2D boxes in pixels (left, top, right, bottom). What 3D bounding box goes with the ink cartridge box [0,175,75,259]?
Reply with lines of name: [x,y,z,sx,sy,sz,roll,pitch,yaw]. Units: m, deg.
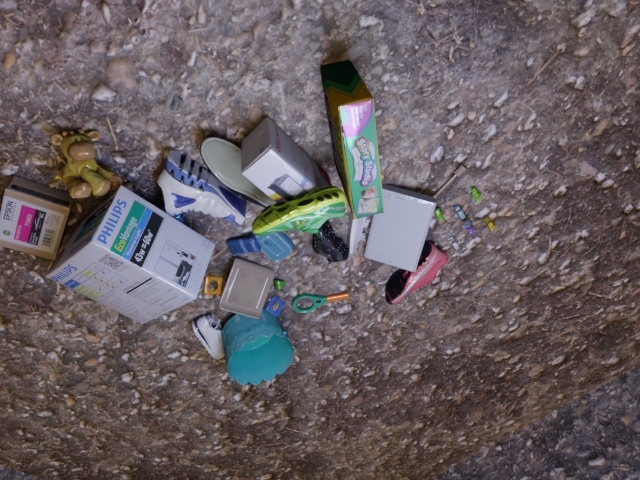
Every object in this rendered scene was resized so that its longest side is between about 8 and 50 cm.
ink cartridge box: [-0.926,-0.068,1.707,0.193,0.088,0.234,18,123,-22]

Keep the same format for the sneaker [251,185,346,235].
sneaker: [-0.061,-0.061,1.554,0.296,0.109,0.123,-17,124,5]

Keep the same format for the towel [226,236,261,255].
towel: [-0.276,0.020,1.888,0.120,0.029,0.067,-6,129,25]

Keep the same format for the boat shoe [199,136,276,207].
boat shoe: [-0.263,-0.209,1.697,0.340,0.113,0.127,29,74,-36]

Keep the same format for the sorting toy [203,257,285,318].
sorting toy: [-0.279,0.177,1.961,0.348,0.047,0.195,22,82,-35]

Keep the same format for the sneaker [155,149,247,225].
sneaker: [-0.407,-0.139,1.726,0.315,0.127,0.182,36,118,-22]

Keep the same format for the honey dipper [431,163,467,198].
honey dipper: [0.452,-0.204,1.863,0.030,0.030,0.160,28,120,-26]

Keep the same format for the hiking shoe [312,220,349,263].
hiking shoe: [0.000,0.000,1.905,0.114,0.086,0.227,-24,113,34]

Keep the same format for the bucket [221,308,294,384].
bucket: [-0.256,0.416,2.090,0.281,0.183,0.281,-12,129,-16]

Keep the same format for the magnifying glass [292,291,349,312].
magnifying glass: [0.000,0.243,2.130,0.231,0.026,0.092,-12,128,-1]

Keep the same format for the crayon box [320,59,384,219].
crayon box: [0.093,-0.299,1.554,0.106,0.313,0.362,-12,127,0]

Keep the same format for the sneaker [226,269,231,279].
sneaker: [-0.339,0.198,2.016,0.071,0.066,0.188,-5,122,14]

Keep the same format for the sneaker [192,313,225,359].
sneaker: [-0.431,0.395,2.143,0.095,0.090,0.235,-29,131,-6]

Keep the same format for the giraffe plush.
giraffe plush: [-0.716,-0.242,1.587,0.210,0.181,0.170,18,118,20]

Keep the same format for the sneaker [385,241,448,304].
sneaker: [0.381,0.152,2.067,0.136,0.116,0.314,24,120,-26]

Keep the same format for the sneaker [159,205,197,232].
sneaker: [-0.480,-0.063,1.799,0.073,0.063,0.162,-38,124,15]

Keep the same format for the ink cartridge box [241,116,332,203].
ink cartridge box: [-0.097,-0.207,1.649,0.131,0.226,0.306,-39,122,20]

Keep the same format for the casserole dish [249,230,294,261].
casserole dish: [-0.176,0.012,1.921,0.114,0.037,0.188,-34,123,16]

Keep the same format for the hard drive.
hard drive: [0.284,-0.041,1.905,0.203,0.040,0.307,17,127,10]

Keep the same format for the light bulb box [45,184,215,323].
light bulb box: [-0.609,0.064,1.704,0.358,0.225,0.361,-25,130,39]

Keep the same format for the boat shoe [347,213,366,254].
boat shoe: [0.135,-0.028,1.929,0.063,0.066,0.184,1,117,-8]

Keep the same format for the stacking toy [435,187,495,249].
stacking toy: [0.535,-0.081,1.960,0.167,0.052,0.221,-30,124,11]
